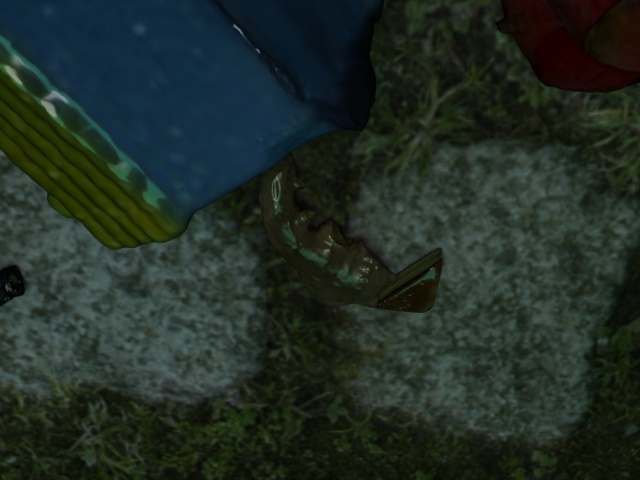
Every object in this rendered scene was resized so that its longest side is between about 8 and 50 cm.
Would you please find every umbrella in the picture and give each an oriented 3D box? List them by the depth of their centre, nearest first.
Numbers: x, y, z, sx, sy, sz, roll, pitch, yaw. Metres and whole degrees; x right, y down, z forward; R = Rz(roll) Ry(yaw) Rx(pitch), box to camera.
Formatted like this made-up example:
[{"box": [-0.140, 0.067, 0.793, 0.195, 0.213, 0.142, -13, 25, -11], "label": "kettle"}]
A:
[{"box": [-0.343, 0.068, 0.779, 0.143, 0.040, 0.037, -27, 125, 13], "label": "umbrella"}]

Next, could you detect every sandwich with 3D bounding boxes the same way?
[{"box": [0.093, 0.048, 0.791, 0.083, 0.031, 0.044, -36, 111, 18], "label": "sandwich"}]

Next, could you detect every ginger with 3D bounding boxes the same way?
[{"box": [-0.003, 0.001, 0.751, 0.069, 0.051, 0.173, -37, 116, 13], "label": "ginger"}]

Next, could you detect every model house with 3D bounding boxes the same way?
[{"box": [-0.134, -0.135, 0.584, 0.303, 0.216, 0.237, -31, 117, 27], "label": "model house"}]

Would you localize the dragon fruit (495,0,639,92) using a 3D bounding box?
[{"box": [0.235, -0.254, 0.522, 0.285, 0.228, 0.329, -23, 119, 12], "label": "dragon fruit"}]
